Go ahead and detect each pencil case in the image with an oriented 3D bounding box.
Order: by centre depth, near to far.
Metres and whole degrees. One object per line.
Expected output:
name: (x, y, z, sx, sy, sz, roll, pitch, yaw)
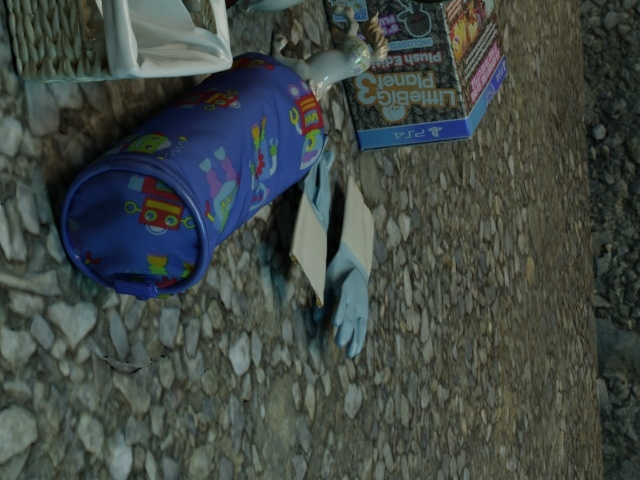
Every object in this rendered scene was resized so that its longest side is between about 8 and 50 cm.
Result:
pencil case: (-0.095, -0.055, 1.131, 0.306, 0.119, 0.133, -50, 142, -60)

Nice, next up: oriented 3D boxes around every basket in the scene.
basket: (-0.151, -0.175, 1.037, 0.167, 0.103, 0.113, -20, 104, -67)

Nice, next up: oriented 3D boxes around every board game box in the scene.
board game box: (0.112, -0.289, 1.659, 0.232, 0.141, 0.291, -55, 135, -58)

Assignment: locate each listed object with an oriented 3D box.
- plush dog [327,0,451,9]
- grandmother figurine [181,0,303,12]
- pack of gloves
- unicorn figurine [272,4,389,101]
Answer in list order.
plush dog: (0.034, -0.364, 1.335, 0.225, 0.262, 0.211, 36, 78, -39)
grandmother figurine: (-0.099, -0.291, 1.202, 0.342, 0.104, 0.208, 30, 65, -61)
pack of gloves: (0.000, 0.000, 1.477, 0.232, 0.046, 0.195, -84, 153, -44)
unicorn figurine: (-0.002, -0.175, 1.421, 0.060, 0.162, 0.111, 37, 24, -55)
